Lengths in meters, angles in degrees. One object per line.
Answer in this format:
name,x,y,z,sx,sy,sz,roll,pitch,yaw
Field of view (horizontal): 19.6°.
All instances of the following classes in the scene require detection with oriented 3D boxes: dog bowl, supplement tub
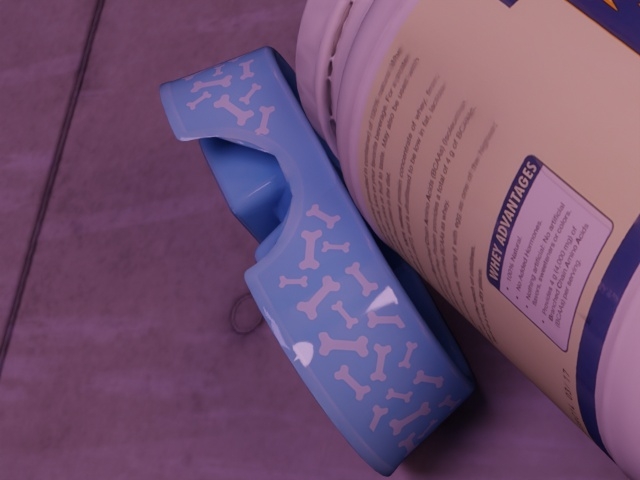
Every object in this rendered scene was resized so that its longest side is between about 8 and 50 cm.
dog bowl,0.000,0.000,1.105,0.074,0.166,0.297,-33,51,6
supplement tub,0.154,-0.043,0.952,0.235,0.235,0.325,-50,49,6
